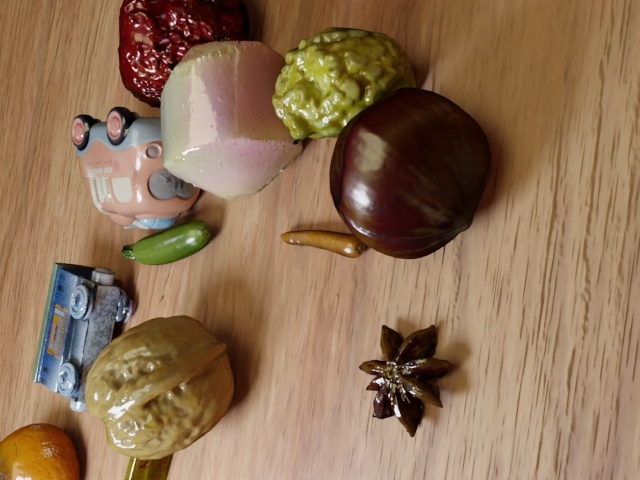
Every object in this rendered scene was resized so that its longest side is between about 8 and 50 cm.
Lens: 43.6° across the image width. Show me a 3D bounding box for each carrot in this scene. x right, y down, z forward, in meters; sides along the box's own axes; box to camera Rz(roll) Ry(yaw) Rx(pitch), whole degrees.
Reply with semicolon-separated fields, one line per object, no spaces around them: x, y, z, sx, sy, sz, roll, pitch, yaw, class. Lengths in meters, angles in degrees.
0.000;0.000;1.293;0.190;0.037;0.037;10;90;48;carrot

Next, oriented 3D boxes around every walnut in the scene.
-0.269;0.248;1.382;0.257;0.257;0.225;-33;86;35;walnut

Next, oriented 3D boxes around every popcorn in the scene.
0.037;-0.225;1.191;0.218;0.189;0.170;-5;87;43;popcorn

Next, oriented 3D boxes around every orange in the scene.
-0.621;0.501;1.712;0.224;0.170;0.224;-6;80;42;orange

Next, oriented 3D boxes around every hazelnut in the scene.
0.118;-0.083;1.086;0.229;0.229;0.230;-9;77;43;hazelnut

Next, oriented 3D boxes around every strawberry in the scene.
-0.245;-0.374;1.460;0.220;0.274;0.274;20;99;12;strawberry

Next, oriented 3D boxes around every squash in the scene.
-0.293;0.011;1.547;0.252;0.066;0.066;-15;73;42;squash

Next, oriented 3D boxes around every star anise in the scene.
0.116;0.189;1.131;0.167;0.057;0.168;-7;80;43;star anise

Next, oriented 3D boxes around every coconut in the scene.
-0.151;-0.188;1.338;0.233;0.233;0.245;-10;82;43;coconut

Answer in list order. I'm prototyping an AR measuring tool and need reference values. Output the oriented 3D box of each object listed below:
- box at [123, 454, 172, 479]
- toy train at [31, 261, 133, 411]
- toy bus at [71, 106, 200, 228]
-0.319;0.415;1.493;0.022;0.089;0.156;21;100;41;box
-0.505;0.195;1.678;0.202;0.131;0.300;15;93;46;toy train
-0.349;-0.137;1.547;0.287;0.194;0.232;4;94;44;toy bus
